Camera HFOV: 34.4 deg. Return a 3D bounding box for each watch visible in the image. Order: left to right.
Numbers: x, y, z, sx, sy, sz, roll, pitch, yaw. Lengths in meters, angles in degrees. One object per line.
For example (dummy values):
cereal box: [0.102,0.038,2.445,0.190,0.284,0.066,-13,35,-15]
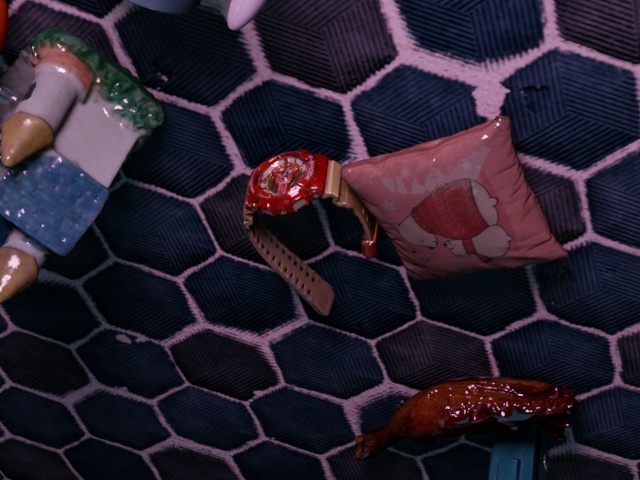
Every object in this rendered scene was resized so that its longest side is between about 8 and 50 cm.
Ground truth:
watch: [0.001,-0.006,1.391,0.165,0.102,0.268,-18,133,27]

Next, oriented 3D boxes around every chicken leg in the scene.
chicken leg: [0.199,0.271,1.592,0.407,0.095,0.158,-20,143,33]

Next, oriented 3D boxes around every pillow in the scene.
pillow: [0.171,-0.039,1.303,0.223,0.084,0.236,-16,129,26]

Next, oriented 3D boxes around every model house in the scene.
model house: [-0.369,-0.062,1.270,0.194,0.325,0.267,38,131,-22]

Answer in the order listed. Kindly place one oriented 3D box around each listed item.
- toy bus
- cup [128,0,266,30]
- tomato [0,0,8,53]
toy bus: [0.303,0.364,1.594,0.079,0.160,0.091,-12,126,25]
cup: [-0.158,-0.348,1.057,0.300,0.167,0.173,42,122,10]
tomato: [-0.457,-0.271,1.195,0.136,0.195,0.195,-6,131,28]
